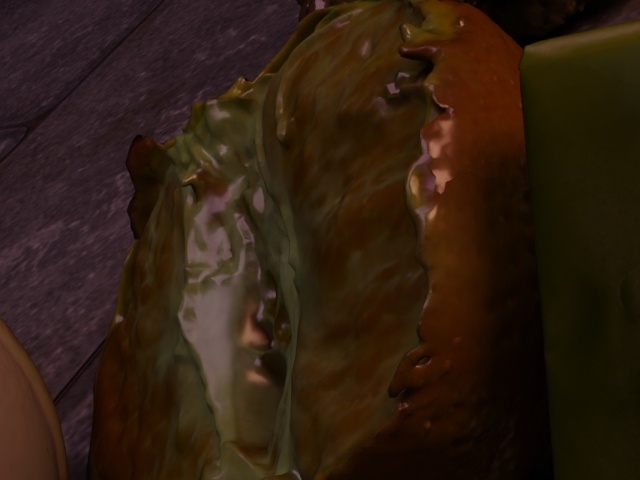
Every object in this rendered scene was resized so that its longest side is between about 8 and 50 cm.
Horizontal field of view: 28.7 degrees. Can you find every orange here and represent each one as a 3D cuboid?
[{"bbox_3d":[-0.004,0.051,0.587,0.334,0.196,0.262,-38,26,29],"label":"orange"}]

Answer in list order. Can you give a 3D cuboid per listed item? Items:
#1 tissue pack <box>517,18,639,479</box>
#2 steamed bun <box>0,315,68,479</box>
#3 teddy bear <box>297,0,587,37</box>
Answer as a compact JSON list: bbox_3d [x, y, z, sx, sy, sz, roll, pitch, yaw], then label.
[{"bbox_3d":[0.218,0.016,0.370,0.274,0.200,0.167,-8,-5,43],"label":"tissue pack"},{"bbox_3d":[-0.288,0.105,0.621,0.309,0.309,0.309,-26,28,15],"label":"steamed bun"},{"bbox_3d":[0.095,-0.218,0.980,0.256,0.156,0.267,-34,56,-9],"label":"teddy bear"}]
